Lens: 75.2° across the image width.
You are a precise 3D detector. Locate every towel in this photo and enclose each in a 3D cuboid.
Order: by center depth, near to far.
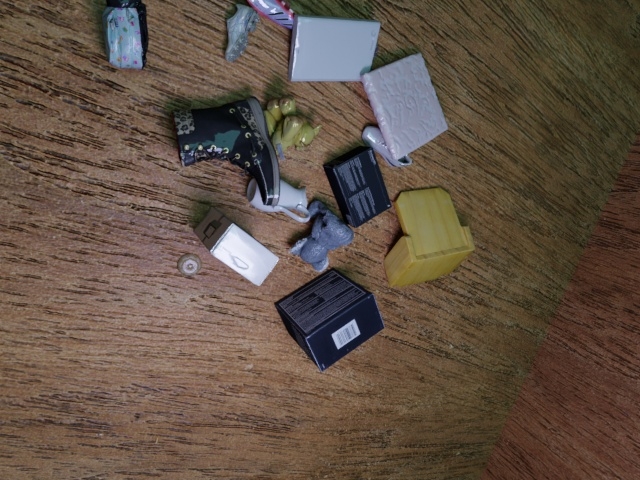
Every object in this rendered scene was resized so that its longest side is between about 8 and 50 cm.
[{"bbox_3d":[0.326,-0.517,1.592,0.317,0.053,0.332,-33,106,-27],"label":"towel"}]

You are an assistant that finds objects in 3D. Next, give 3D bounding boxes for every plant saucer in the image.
[{"bbox_3d":[-0.453,0.086,1.441,0.083,0.015,0.083,-8,108,-25],"label":"plant saucer"}]

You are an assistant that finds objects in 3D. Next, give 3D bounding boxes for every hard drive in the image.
[{"bbox_3d":[0.046,-0.653,1.429,0.307,0.040,0.203,-10,134,-24],"label":"hard drive"}]

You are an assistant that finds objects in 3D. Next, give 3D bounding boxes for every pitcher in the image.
[{"bbox_3d":[-0.139,-0.140,1.449,0.207,0.177,0.125,9,130,-31],"label":"pitcher"}]

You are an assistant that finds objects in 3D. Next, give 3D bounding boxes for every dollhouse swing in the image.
[{"bbox_3d":[0.442,-0.014,1.853,0.347,0.305,0.315,-10,150,-25],"label":"dollhouse swing"}]

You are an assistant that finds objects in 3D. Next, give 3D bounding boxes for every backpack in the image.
[{"bbox_3d":[-0.536,-0.570,1.144,0.115,0.152,0.182,-3,118,-21],"label":"backpack"}]

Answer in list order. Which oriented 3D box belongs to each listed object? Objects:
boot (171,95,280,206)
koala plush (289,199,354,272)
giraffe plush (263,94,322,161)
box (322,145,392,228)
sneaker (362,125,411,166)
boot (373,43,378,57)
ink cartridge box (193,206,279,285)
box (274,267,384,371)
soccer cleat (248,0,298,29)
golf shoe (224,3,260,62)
[{"bbox_3d":[-0.290,-0.267,1.296,0.284,0.138,0.377,-11,80,-21],"label":"boot"},{"bbox_3d":[0.000,0.000,1.566,0.221,0.203,0.196,-47,120,6],"label":"koala plush"},{"bbox_3d":[-0.088,-0.379,1.425,0.170,0.181,0.210,-14,101,-46],"label":"giraffe plush"},{"bbox_3d":[0.147,-0.209,1.617,0.184,0.103,0.261,-29,116,-14],"label":"box"},{"bbox_3d":[0.265,-0.372,1.636,0.235,0.095,0.090,31,91,-29],"label":"sneaker"},{"bbox_3d":[0.160,-0.703,1.517,0.118,0.042,0.087,-13,118,-17],"label":"boot"},{"bbox_3d":[-0.280,0.014,1.360,0.198,0.273,0.115,40,85,-31],"label":"ink cartridge box"},{"bbox_3d":[0.031,0.288,1.590,0.296,0.294,0.182,-30,118,-17],"label":"box"},{"bbox_3d":[-0.164,-0.743,1.324,0.248,0.083,0.095,28,124,-37],"label":"soccer cleat"},{"bbox_3d":[-0.266,-0.652,1.308,0.086,0.069,0.176,33,98,3],"label":"golf shoe"}]
